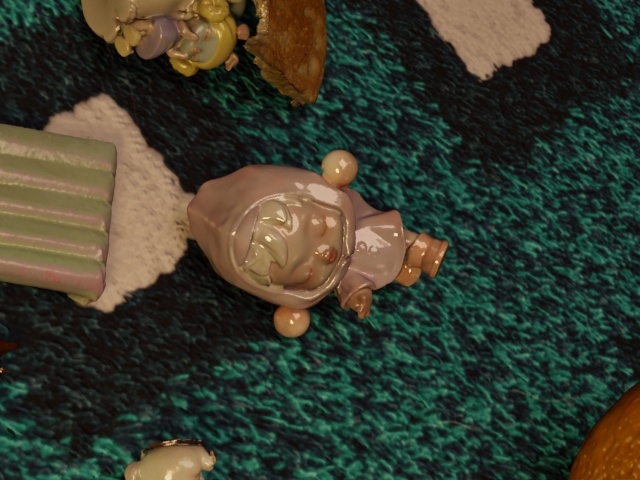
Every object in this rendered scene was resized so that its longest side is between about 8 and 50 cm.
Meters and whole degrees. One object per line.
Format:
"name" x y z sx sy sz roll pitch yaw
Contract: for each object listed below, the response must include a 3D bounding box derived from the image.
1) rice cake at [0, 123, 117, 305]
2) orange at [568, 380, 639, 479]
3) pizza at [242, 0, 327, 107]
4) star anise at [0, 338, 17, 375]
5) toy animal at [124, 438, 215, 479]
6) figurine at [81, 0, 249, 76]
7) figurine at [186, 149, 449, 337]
"rice cake" -0.288 -0.033 1.348 0.198 0.037 0.189 16 56 -26
"orange" 0.408 0.281 1.459 0.340 0.293 0.341 -1 92 -37
"pizza" -0.041 -0.230 1.551 0.262 0.034 0.181 -34 119 -68
"star anise" -0.343 0.095 1.225 0.168 0.057 0.168 17 56 -27
"toy animal" -0.131 0.244 1.273 0.085 0.071 0.124 10 60 -30
"figurine" -0.129 -0.261 1.530 0.235 0.127 0.155 -4 49 -39
"figurine" -0.001 0.000 1.461 0.276 0.200 0.133 12 14 -31
